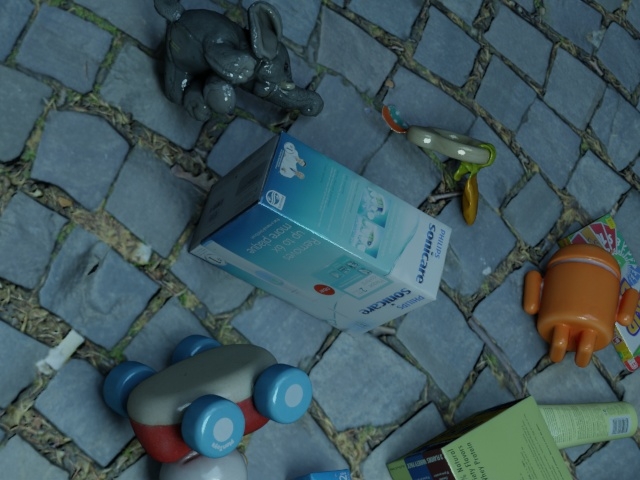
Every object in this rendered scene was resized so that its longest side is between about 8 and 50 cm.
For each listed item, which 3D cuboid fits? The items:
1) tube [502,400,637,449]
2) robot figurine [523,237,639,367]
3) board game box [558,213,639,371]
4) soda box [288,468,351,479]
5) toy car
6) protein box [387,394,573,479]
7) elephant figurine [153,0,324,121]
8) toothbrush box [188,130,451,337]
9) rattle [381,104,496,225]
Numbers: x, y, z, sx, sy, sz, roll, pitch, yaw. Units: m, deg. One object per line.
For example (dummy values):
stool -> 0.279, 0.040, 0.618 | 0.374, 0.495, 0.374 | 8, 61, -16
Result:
tube -> 0.398, 0.296, 1.965 | 0.240, 0.062, 0.070 | -2, 28, -28
robot figurine -> 0.429, 0.098, 2.016 | 0.128, 0.158, 0.219 | 38, 53, -34
board game box -> 0.521, 0.091, 2.140 | 0.124, 0.039, 0.259 | -26, 89, -37
soda box -> 0.012, 0.420, 1.650 | 0.067, 0.071, 0.210 | 0, 71, -33
toy car -> -0.136, 0.270, 1.572 | 0.210, 0.219, 0.238 | -21, 112, -38
protein box -> 0.245, 0.364, 1.783 | 0.201, 0.136, 0.200 | -22, 85, -37
elephant figurine -> -0.114, -0.271, 1.820 | 0.169, 0.186, 0.239 | 26, 32, 30
toothbrush box -> 0.000, 0.000, 1.724 | 0.295, 0.216, 0.126 | 28, 59, -22
rattle -> 0.176, -0.128, 2.006 | 0.199, 0.143, 0.130 | 12, 32, -12
